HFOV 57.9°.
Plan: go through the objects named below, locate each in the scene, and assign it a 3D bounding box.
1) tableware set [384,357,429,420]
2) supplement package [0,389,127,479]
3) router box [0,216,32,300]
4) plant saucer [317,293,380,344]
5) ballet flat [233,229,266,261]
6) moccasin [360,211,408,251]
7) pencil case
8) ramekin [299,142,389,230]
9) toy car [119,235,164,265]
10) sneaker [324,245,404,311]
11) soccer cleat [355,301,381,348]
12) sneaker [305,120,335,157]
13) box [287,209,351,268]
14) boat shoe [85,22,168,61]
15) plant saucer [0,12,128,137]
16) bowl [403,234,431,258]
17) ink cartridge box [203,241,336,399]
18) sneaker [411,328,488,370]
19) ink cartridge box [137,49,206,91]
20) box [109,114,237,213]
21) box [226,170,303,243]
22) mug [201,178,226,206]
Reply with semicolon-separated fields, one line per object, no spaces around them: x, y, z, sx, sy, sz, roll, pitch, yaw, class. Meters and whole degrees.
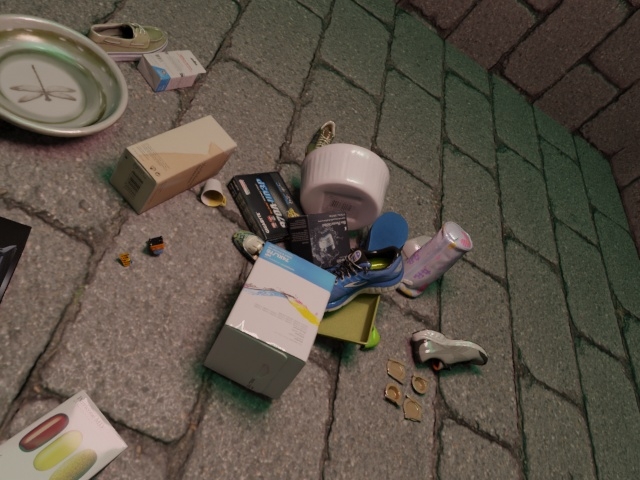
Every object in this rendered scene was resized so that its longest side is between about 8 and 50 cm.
0.238;0.414;1.616;0.141;0.020;0.168;34;42;-12;tableware set
-0.479;0.393;0.976;0.139;0.134;0.244;49;42;4;supplement package
-0.722;0.067;1.084;0.243;0.081;0.309;23;46;-23;router box
0.054;0.204;1.576;0.188;0.045;0.188;12;43;8;plant saucer
-0.156;0.034;1.566;0.188;0.070;0.070;40;42;-3;ballet flat
0.172;0.041;1.799;0.138;0.117;0.342;31;47;3;moccasin
0.344;0.060;1.801;0.124;0.273;0.113;10;45;-42;pencil case
0.067;-0.150;1.752;0.277;0.277;0.135;25;53;-21;ramekin
-0.429;0.028;1.398;0.122;0.060;0.040;-23;117;-29;toy car
0.073;0.084;1.562;0.330;0.147;0.130;-17;47;-16;sneaker
0.109;0.222;1.640;0.072;0.060;0.179;-10;67;-41;soccer cleat
0.005;-0.344;1.989;0.064;0.086;0.192;33;43;-13;sneaker
0.000;0.000;1.661;0.156;0.093;0.158;-10;94;-42;box
-0.570;-0.602;1.733;0.109;0.094;0.302;48;42;4;boat shoe
-0.700;-0.396;1.461;0.400;0.100;0.400;22;46;-25;plant saucer
0.362;0.043;1.989;0.142;0.053;0.142;-13;67;-45;bowl
-0.116;0.188;1.364;0.197;0.198;0.270;27;44;-6;ink cartridge box
0.388;0.348;1.745;0.272;0.100;0.108;17;62;-23;sneaker
-0.457;-0.526;1.787;0.180;0.060;0.104;-27;76;-47;ink cartridge box
-0.382;-0.208;1.530;0.121;0.148;0.311;48;43;3;box
-0.150;-0.097;1.693;0.175;0.051;0.220;-12;66;-43;box
-0.299;-0.133;1.611;0.062;0.078;0.064;-5;45;-4;mug
